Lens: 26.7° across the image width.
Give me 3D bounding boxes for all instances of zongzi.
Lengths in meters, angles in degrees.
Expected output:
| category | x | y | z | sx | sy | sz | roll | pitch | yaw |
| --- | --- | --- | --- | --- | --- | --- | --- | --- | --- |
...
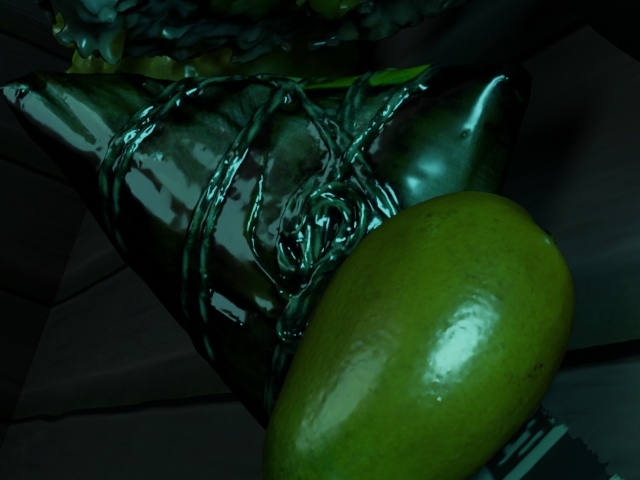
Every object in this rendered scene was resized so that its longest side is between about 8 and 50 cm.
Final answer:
| category | x | y | z | sx | sy | sz | roll | pitch | yaw |
| --- | --- | --- | --- | --- | --- | --- | --- | --- | --- |
| zongzi | 0.000 | 0.000 | 1.028 | 0.383 | 0.362 | 0.319 | 25 | 92 | 34 |

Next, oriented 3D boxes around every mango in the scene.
| category | x | y | z | sx | sy | sz | roll | pitch | yaw |
| --- | --- | --- | --- | --- | --- | --- | --- | --- | --- |
| mango | 0.056 | 0.067 | 0.750 | 0.151 | 0.120 | 0.221 | -10 | 39 | 51 |

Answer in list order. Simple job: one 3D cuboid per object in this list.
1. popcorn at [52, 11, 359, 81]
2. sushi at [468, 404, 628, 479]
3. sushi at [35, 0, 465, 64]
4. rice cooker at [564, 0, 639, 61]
| category | x | y | z | sx | sy | sz | roll | pitch | yaw |
| --- | --- | --- | --- | --- | --- | --- | --- | --- | --- |
| popcorn | -0.106 | -0.169 | 1.364 | 0.312 | 0.312 | 0.312 | -56 | 21 | 35 |
| sushi | 0.063 | 0.238 | 0.656 | 0.296 | 0.100 | 0.373 | -47 | 5 | 1 |
| sushi | -0.038 | -0.253 | 1.002 | 0.417 | 0.417 | 0.176 | -42 | 64 | 55 |
| rice cooker | 0.191 | -0.144 | 0.657 | 0.118 | 0.142 | 0.203 | -55 | 19 | 3 |
